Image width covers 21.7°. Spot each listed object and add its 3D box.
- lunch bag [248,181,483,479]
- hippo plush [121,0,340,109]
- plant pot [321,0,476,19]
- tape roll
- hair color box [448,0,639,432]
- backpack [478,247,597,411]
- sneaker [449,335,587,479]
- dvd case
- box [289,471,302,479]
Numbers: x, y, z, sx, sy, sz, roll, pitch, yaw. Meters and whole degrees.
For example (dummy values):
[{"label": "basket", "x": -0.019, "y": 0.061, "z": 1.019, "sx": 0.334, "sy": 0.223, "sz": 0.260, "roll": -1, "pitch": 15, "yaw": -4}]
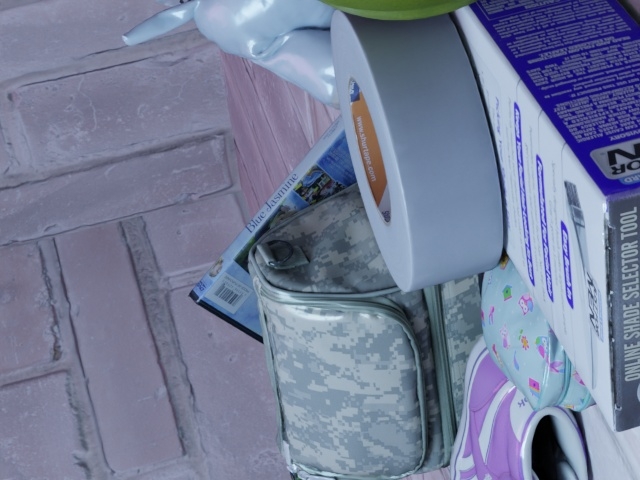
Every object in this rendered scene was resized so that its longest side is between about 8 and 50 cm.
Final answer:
[{"label": "lunch bag", "x": 0.064, "y": 0.097, "z": 1.715, "sx": 0.213, "sy": 0.256, "sz": 0.305, "roll": -113, "pitch": 11, "yaw": -49}, {"label": "hippo plush", "x": -0.018, "y": -0.310, "z": 1.773, "sx": 0.234, "sy": 0.294, "sz": 0.237, "roll": -63, "pitch": -8, "yaw": -52}, {"label": "plant pot", "x": 0.039, "y": -0.292, "z": 1.013, "sx": 0.353, "sy": 0.366, "sz": 0.367, "roll": 45, "pitch": -150, "yaw": -81}, {"label": "tape roll", "x": 0.070, "y": -0.075, "z": 1.260, "sx": 0.219, "sy": 0.072, "sz": 0.219, "roll": 166, "pitch": 90, "yaw": -84}, {"label": "hair color box", "x": 0.181, "y": -0.051, "z": 1.143, "sx": 0.339, "sy": 0.110, "sz": 0.185, "roll": -111, "pitch": 9, "yaw": -54}, {"label": "backpack", "x": 0.187, "y": 0.056, "z": 1.273, "sx": 0.182, "sy": 0.115, "sz": 0.152, "roll": -121, "pitch": 21, "yaw": -57}, {"label": "sneaker", "x": 0.195, "y": 0.237, "z": 1.616, "sx": 0.161, "sy": 0.102, "sz": 0.282, "roll": -118, "pitch": 15, "yaw": -49}, {"label": "dvd case", "x": 0.000, "y": 0.000, "z": 1.748, "sx": 0.180, "sy": 0.253, "sz": 0.022, "roll": 35, "pitch": -173, "yaw": -46}, {"label": "box", "x": 0.071, "y": 0.201, "z": 1.941, "sx": 0.044, "sy": 0.233, "sz": 0.159, "roll": -114, "pitch": 12, "yaw": -53}]
